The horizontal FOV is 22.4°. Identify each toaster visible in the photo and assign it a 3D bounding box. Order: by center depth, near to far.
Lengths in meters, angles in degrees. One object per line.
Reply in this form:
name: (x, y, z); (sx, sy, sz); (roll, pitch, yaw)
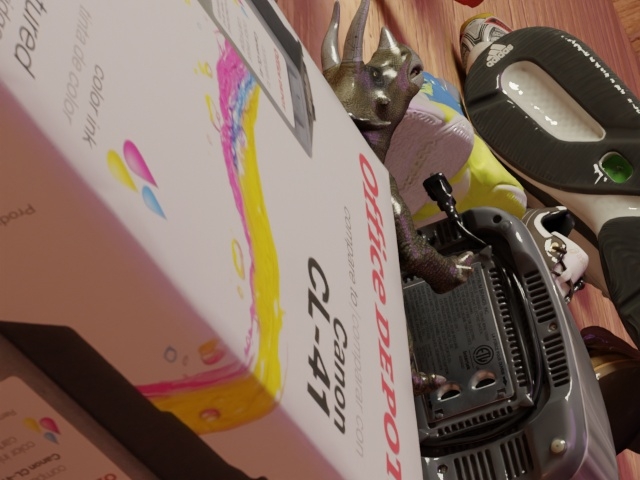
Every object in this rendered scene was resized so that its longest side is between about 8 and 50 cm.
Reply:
toaster: (0.101, 0.086, 0.992); (0.146, 0.129, 0.227); (49, 23, -56)

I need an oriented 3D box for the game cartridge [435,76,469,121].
game cartridge: (0.122, -0.105, 1.456); (0.056, 0.017, 0.083); (8, 63, -66)

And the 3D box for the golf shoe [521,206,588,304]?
golf shoe: (0.172, 0.036, 1.314); (0.077, 0.094, 0.198); (57, 22, -36)

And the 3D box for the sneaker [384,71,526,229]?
sneaker: (0.059, -0.074, 1.151); (0.126, 0.091, 0.240); (57, 10, 30)

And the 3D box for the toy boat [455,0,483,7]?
toy boat: (0.116, -0.347, 1.424); (0.148, 0.267, 0.318); (33, 50, -16)

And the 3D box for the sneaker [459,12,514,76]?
sneaker: (0.207, -0.159, 1.650); (0.225, 0.088, 0.093); (43, 28, -56)

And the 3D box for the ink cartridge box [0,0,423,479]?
ink cartridge box: (-0.086, -0.028, 0.550); (0.306, 0.131, 0.226); (52, 24, -40)

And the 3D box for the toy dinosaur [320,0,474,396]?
toy dinosaur: (0.000, 0.000, 0.856); (0.160, 0.121, 0.313); (51, 26, -14)

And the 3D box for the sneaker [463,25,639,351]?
sneaker: (0.316, 0.013, 1.487); (0.447, 0.169, 0.257); (54, 2, 25)

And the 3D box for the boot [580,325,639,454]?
boot: (0.260, 0.136, 1.511); (0.115, 0.112, 0.305); (43, 12, 24)

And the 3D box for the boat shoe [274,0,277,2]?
boat shoe: (-0.113, -0.188, 0.717); (0.095, 0.112, 0.335); (59, 7, 23)
